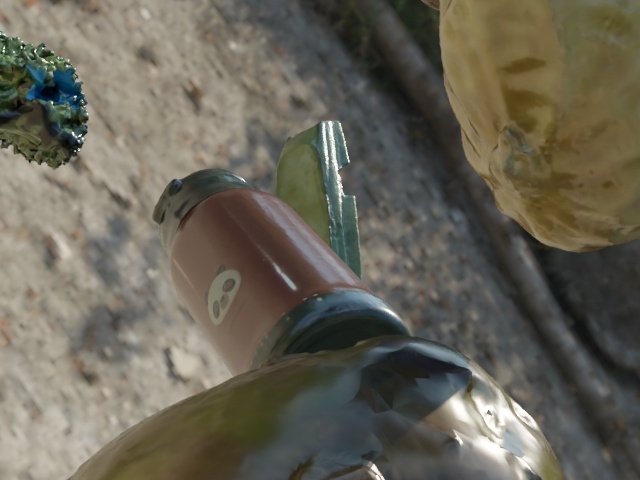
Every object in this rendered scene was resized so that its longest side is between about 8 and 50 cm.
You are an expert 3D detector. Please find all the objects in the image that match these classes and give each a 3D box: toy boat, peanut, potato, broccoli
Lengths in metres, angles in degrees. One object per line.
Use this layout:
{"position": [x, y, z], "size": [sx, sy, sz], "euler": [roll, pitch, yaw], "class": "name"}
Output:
{"position": [0.000, 0.000, 1.604], "size": [0.055, 0.093, 0.293], "euler": [24, 52, -50], "class": "toy boat"}
{"position": [0.126, -0.154, 0.736], "size": [0.140, 0.153, 0.325], "euler": [25, -54, 55], "class": "peanut"}
{"position": [-0.017, 0.164, 0.691], "size": [0.301, 0.237, 0.289], "euler": [30, 33, 17], "class": "potato"}
{"position": [-0.338, -0.150, 1.631], "size": [0.160, 0.155, 0.167], "euler": [-30, 107, -59], "class": "broccoli"}

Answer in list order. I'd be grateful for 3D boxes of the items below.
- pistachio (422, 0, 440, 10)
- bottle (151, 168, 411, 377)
{"position": [0.089, -0.232, 1.045], "size": [0.113, 0.113, 0.149], "euler": [25, 41, -55], "class": "pistachio"}
{"position": [-0.051, 0.039, 1.334], "size": [0.144, 0.144, 0.336], "euler": [40, 5, -38], "class": "bottle"}
